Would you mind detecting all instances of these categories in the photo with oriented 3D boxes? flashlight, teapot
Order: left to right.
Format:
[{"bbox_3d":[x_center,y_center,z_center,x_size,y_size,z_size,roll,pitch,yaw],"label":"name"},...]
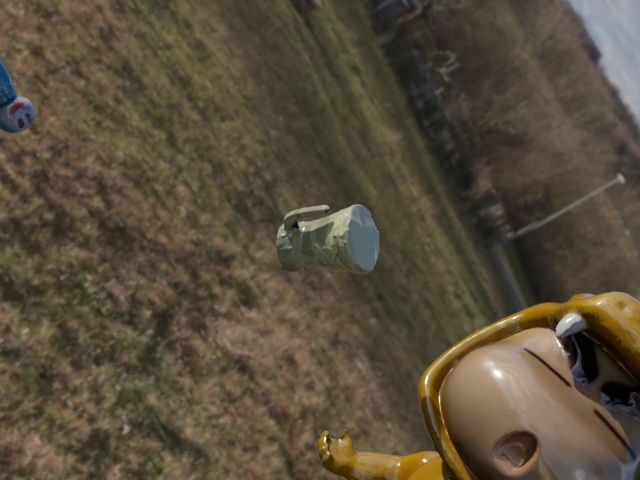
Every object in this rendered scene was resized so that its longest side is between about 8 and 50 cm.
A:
[{"bbox_3d":[-0.395,-0.188,1.198,0.129,0.051,0.051,60,15,-21],"label":"flashlight"},{"bbox_3d":[0.000,0.000,0.809,0.067,0.083,0.057,59,38,-30],"label":"teapot"}]

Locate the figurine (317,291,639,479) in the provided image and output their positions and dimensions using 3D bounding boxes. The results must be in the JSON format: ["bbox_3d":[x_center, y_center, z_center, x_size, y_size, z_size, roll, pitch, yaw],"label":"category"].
[{"bbox_3d":[0.148,0.225,0.889,0.268,0.387,0.401,46,-5,-14],"label":"figurine"}]
